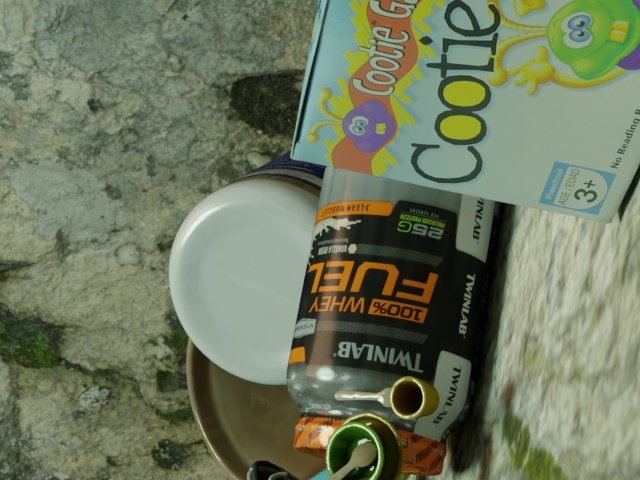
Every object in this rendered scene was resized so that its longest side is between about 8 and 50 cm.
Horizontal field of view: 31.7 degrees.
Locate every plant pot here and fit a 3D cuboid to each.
[{"bbox_3d":[-0.021,0.138,1.147,0.109,0.237,0.237,-8,-64,-48],"label":"plant pot"}]

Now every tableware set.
[{"bbox_3d":[0.041,0.149,0.585,0.024,0.104,0.154,17,-109,-53],"label":"tableware set"}]

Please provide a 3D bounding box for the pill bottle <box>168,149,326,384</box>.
[{"bbox_3d":[0.000,0.000,0.905,0.264,0.153,0.153,-40,-35,-65],"label":"pill bottle"}]

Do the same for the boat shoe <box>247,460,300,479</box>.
[{"bbox_3d":[-0.015,0.245,0.984,0.254,0.095,0.079,172,111,-73],"label":"boat shoe"}]

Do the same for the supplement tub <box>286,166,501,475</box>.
[{"bbox_3d":[0.045,0.044,0.700,0.117,0.117,0.190,112,169,-74],"label":"supplement tub"}]

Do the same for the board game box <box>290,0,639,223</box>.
[{"bbox_3d":[0.081,-0.159,0.528,0.275,0.142,0.144,-81,4,-48],"label":"board game box"}]

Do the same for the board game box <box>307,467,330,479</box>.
[{"bbox_3d":[-0.094,0.313,0.729,0.336,0.079,0.254,-33,18,14],"label":"board game box"}]
